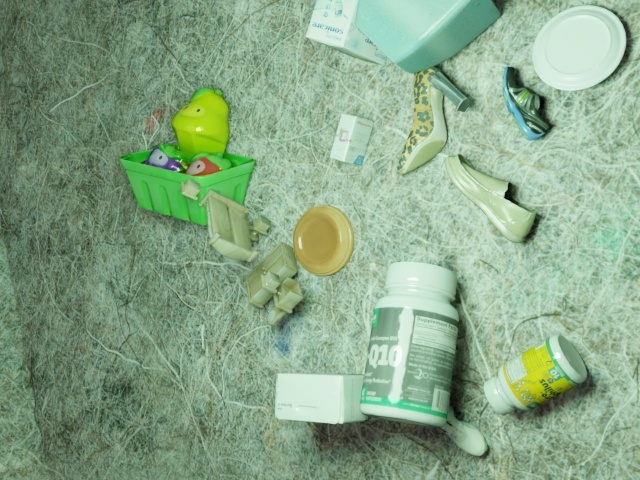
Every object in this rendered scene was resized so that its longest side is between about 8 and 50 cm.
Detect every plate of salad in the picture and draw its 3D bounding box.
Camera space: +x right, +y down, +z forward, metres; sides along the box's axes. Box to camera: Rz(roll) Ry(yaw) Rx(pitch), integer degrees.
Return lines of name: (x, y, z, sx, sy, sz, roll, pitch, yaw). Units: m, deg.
plate of salad: (0.576, -0.426, 1.579, 0.200, 0.048, 0.199, -7, 76, 29)

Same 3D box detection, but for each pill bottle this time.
pill bottle: (0.217, 0.246, 1.674, 0.204, 0.204, 0.360, -1, 70, 34)
pill bottle: (0.476, 0.309, 1.588, 0.208, 0.118, 0.117, -37, 69, 27)

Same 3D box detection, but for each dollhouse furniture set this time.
dollhouse furniture set: (-0.254, 0.048, 1.929, 0.174, 0.356, 0.303, -46, 36, 24)

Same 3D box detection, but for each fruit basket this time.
fruit basket: (-0.387, -0.266, 2.115, 0.392, 0.283, 0.391, 14, 115, 34)

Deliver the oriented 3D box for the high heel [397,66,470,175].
high heel: (0.242, -0.307, 1.788, 0.261, 0.093, 0.186, -52, 53, 23)

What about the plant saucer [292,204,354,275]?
plant saucer: (0.000, 0.000, 1.964, 0.200, 0.037, 0.199, 0, 89, 35)

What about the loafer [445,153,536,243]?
loafer: (0.403, -0.115, 1.663, 0.268, 0.102, 0.092, 49, 113, 14)

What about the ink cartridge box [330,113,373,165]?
ink cartridge box: (0.084, -0.269, 1.881, 0.052, 0.089, 0.122, 23, 102, 35)

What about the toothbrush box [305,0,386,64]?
toothbrush box: (0.110, -0.621, 1.795, 0.126, 0.216, 0.295, 26, 102, 31)

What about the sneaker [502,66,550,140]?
sneaker: (0.475, -0.322, 1.643, 0.078, 0.067, 0.188, -24, 73, 9)

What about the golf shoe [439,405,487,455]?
golf shoe: (0.320, 0.459, 1.711, 0.176, 0.086, 0.069, 40, 109, 27)

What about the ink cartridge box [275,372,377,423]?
ink cartridge box: (0.045, 0.392, 1.777, 0.199, 0.273, 0.114, -6, 78, 33)

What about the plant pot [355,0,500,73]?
plant pot: (0.228, -0.542, 1.661, 0.252, 0.248, 0.247, -46, 74, 18)
